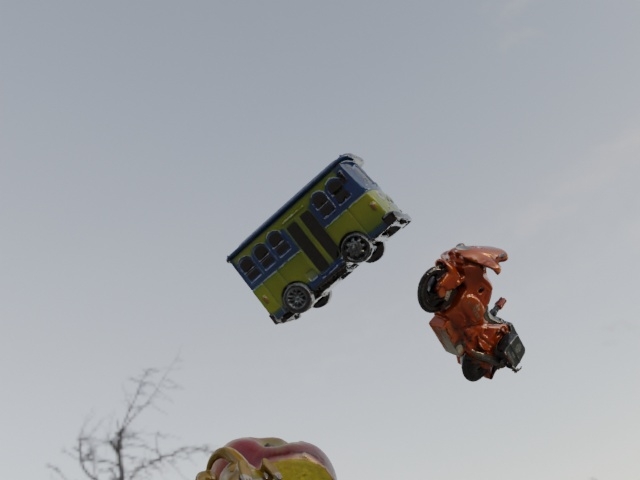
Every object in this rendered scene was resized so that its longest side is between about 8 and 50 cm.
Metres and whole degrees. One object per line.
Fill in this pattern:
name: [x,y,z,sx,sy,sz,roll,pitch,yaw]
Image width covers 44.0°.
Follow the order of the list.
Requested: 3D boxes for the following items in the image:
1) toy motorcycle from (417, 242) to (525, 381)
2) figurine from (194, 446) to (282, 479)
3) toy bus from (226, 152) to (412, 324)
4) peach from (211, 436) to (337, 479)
toy motorcycle: [0.315,0.132,1.608,0.221,0.148,0.325,-47,-56,-20]
figurine: [-0.151,0.400,1.210,0.121,0.122,0.176,19,-83,-53]
toy bus: [0.000,0.000,1.380,0.288,0.175,0.138,-41,-12,12]
peach: [-0.092,0.488,1.403,0.249,0.274,0.245,9,-13,4]
